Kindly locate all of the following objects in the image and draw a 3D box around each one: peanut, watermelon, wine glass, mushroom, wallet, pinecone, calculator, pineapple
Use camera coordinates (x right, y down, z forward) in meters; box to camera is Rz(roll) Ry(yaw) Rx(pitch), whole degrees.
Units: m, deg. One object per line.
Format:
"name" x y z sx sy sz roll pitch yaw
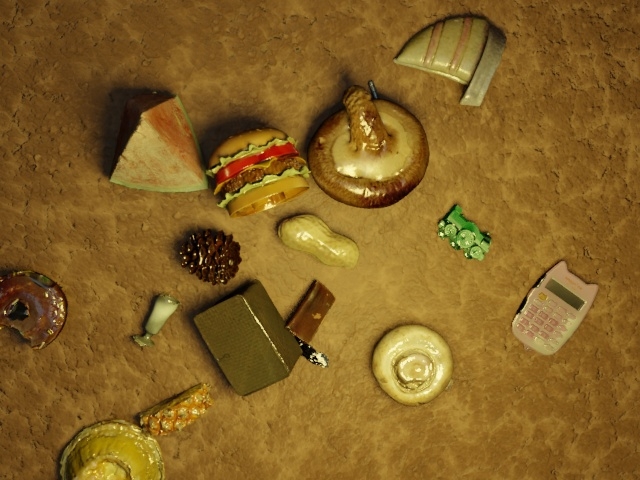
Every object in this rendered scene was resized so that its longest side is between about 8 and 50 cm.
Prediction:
"peanut" 0.000 0.000 1.616 0.256 0.123 0.124 23 90 -8
"watermelon" -0.422 -0.276 1.513 0.250 0.292 0.283 4 91 -35
"wine glass" -0.479 0.232 1.604 0.072 0.072 0.155 30 91 -5
"mushroom" 0.278 0.368 1.622 0.254 0.184 0.255 0 78 -1
"wallet" -0.027 0.213 1.626 0.095 0.026 0.176 42 62 -20
"pinecone" -0.324 0.043 1.574 0.165 0.163 0.163 9 92 16
"calculator" 0.725 0.221 1.724 0.194 0.043 0.294 34 93 -6
"pineapple" -0.422 0.502 1.588 0.233 0.135 0.080 -23 95 -5
"mushroom" 0.142 -0.248 1.574 0.344 0.239 0.346 2 98 15

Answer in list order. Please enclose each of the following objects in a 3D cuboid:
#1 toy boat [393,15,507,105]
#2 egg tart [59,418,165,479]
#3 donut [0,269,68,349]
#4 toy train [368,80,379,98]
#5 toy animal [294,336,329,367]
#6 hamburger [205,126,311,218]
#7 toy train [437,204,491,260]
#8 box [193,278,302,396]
"toy boat" 0.418 -0.566 1.637 0.293 0.111 0.276 38 81 5
"egg tart" -0.610 0.677 1.586 0.314 0.120 0.315 0 92 -6
"donut" -0.831 0.190 1.560 0.230 0.096 0.216 11 89 -5
"toy train" 0.166 -0.440 1.660 0.017 0.017 0.083 -21 94 -3
"toy animal" -0.065 0.320 1.656 0.220 0.062 0.108 21 111 -6
"hamburger" -0.177 -0.199 1.516 0.274 0.274 0.212 -22 87 -4
"toy train" 0.442 -0.017 1.676 0.178 0.071 0.105 39 78 -4
"box" -0.204 0.277 1.569 0.184 0.143 0.273 -29 96 18
